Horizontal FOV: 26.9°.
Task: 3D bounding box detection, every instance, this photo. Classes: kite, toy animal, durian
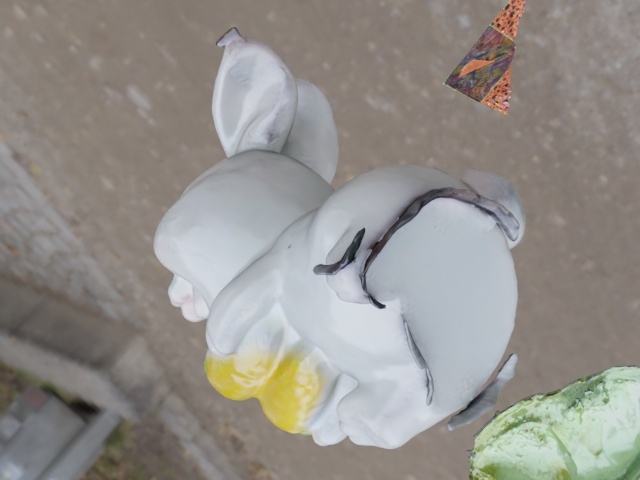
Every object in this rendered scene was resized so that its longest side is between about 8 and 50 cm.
[{"bbox_3d":[0.203,-0.220,1.703,0.008,0.125,0.222,50,154,36],"label":"kite"},{"bbox_3d":[-0.005,0.004,0.946,0.183,0.247,0.310,34,172,-38],"label":"toy animal"},{"bbox_3d":[0.399,0.323,2.049,0.394,0.163,0.198,-19,121,29],"label":"durian"}]
